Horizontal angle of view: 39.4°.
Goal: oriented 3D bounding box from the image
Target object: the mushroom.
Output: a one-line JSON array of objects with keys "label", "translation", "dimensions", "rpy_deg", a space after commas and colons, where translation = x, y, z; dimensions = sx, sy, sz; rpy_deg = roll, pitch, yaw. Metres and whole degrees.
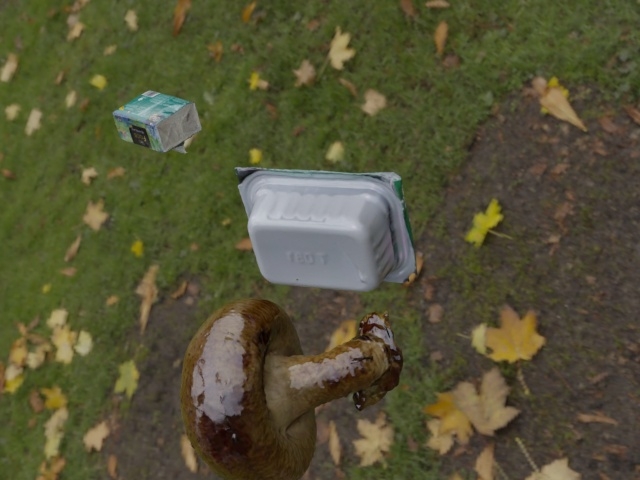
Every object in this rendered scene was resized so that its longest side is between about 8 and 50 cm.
[{"label": "mushroom", "translation": [-0.062, 0.280, 1.574], "dimensions": [0.356, 0.334, 0.331], "rpy_deg": [11, 99, 16]}]

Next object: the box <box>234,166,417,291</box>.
[{"label": "box", "translation": [0.000, 0.000, 1.664], "dimensions": [0.337, 0.264, 0.106], "rpy_deg": [3, 40, 21]}]

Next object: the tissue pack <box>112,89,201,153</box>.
[{"label": "tissue pack", "translation": [-0.252, -0.177, 1.396], "dimensions": [0.111, 0.079, 0.085], "rpy_deg": [19, 46, 38]}]
